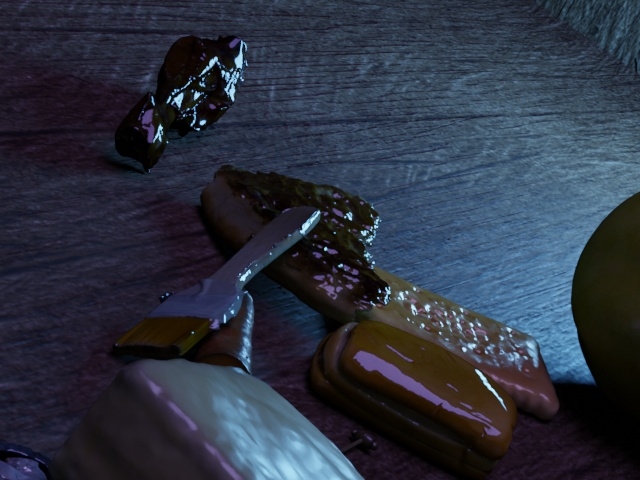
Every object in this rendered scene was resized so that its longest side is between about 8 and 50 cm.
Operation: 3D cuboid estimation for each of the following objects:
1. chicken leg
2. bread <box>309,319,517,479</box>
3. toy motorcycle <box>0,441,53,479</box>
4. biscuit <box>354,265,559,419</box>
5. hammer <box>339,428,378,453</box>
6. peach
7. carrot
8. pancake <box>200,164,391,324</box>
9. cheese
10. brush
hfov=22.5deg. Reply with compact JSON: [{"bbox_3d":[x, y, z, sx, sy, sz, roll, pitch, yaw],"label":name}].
[{"bbox_3d":[-0.163,-0.160,1.805,0.093,0.113,0.304,11,22,12],"label":"chicken leg"},{"bbox_3d":[0.089,0.142,1.514,0.200,0.077,0.116,29,30,-1],"label":"bread"},{"bbox_3d":[-0.286,0.157,0.983,0.298,0.089,0.171,21,25,-22],"label":"toy motorcycle"},{"bbox_3d":[0.137,0.100,1.710,0.249,0.030,0.160,25,22,-13],"label":"biscuit"},{"bbox_3d":[0.012,0.187,1.395,0.029,0.014,0.123,29,23,23],"label":"hammer"},{"bbox_3d":[0.434,0.092,1.771,0.315,0.282,0.314,25,48,33],"label":"peach"},{"bbox_3d":[-0.080,0.085,1.453,0.057,0.057,0.224,27,19,-6],"label":"carrot"},{"bbox_3d":[0.000,0.000,1.702,0.266,0.057,0.244,37,25,25],"label":"pancake"},{"bbox_3d":[-0.020,0.211,1.077,0.265,0.124,0.242,43,11,22],"label":"cheese"},{"bbox_3d":[-0.079,0.033,1.490,0.085,0.020,0.336,-1,22,27],"label":"brush"}]
